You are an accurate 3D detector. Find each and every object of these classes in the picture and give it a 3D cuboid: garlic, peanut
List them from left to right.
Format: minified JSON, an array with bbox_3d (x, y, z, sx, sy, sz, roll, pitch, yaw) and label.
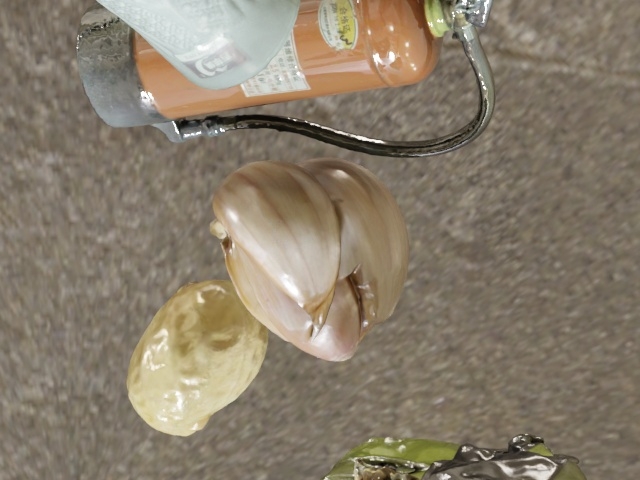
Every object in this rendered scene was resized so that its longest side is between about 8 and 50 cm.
[{"bbox_3d":[-0.118,0.114,1.482,0.109,0.140,0.159,40,117,32],"label":"peanut"},{"bbox_3d":[0.000,0.000,1.372,0.160,0.214,0.191,-37,77,-16],"label":"garlic"}]

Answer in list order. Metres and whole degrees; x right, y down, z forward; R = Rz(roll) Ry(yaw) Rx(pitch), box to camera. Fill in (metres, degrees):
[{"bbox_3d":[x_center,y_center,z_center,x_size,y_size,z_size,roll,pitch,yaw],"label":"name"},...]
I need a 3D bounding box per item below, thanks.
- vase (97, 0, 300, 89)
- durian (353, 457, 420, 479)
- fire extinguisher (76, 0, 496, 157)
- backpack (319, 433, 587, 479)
[{"bbox_3d":[-0.115,-0.169,0.849,0.219,0.096,0.096,29,70,-45],"label":"vase"},{"bbox_3d":[0.060,0.150,0.724,0.052,0.066,0.130,-38,81,3],"label":"durian"},{"bbox_3d":[-0.002,-0.157,1.311,0.376,0.200,0.113,-8,57,23],"label":"fire extinguisher"},{"bbox_3d":[0.115,0.247,1.234,0.140,0.253,0.207,-34,121,-42],"label":"backpack"}]
